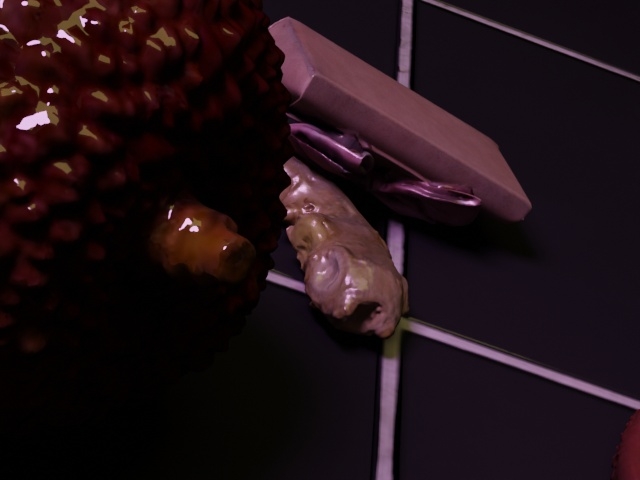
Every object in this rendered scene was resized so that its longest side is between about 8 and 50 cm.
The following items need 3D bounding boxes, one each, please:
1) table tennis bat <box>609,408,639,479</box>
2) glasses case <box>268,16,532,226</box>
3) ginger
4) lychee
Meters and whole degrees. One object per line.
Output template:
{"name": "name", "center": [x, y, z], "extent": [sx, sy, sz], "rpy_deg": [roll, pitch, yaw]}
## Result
{"name": "table tennis bat", "center": [0.356, 0.177, 1.080], "extent": [0.415, 0.051, 0.268], "rpy_deg": [10, 32, -20]}
{"name": "glasses case", "center": [0.041, -0.049, 1.188], "extent": [0.193, 0.070, 0.102], "rpy_deg": [28, 22, -30]}
{"name": "ginger", "center": [0.002, 0.000, 1.122], "extent": [0.069, 0.051, 0.173], "rpy_deg": [7, 28, -37]}
{"name": "lychee", "center": [-0.143, -0.040, 0.858], "extent": [0.304, 0.275, 0.276], "rpy_deg": [29, 27, 36]}
